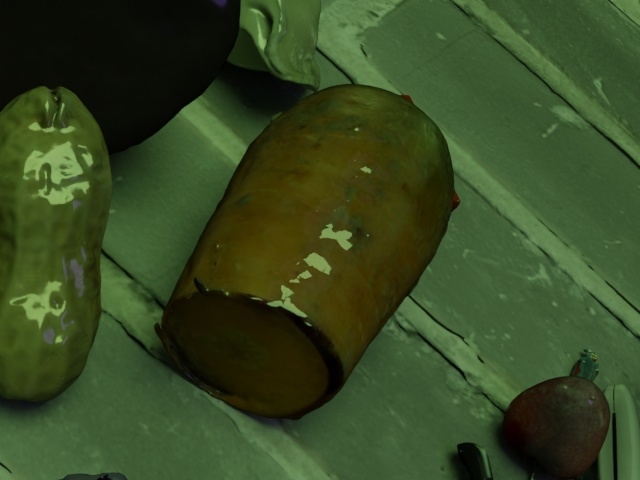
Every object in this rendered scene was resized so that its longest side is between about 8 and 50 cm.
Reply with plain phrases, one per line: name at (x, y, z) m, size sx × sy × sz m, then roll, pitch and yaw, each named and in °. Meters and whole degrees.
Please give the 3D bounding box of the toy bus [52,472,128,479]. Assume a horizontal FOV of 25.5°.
toy bus at (-0.176, 0.391, 1.018) m, size 0.249 × 0.209 × 0.440 m, roll -15°, pitch 61°, yaw -24°

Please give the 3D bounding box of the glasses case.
glasses case at (0.324, 0.244, 1.526) m, size 0.049 × 0.074 × 0.193 m, roll -8°, pitch 48°, yaw 17°

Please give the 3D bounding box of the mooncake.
mooncake at (-0.295, -0.258, 1.368) m, size 0.350 × 0.381 × 0.212 m, roll -32°, pitch 34°, yaw -13°

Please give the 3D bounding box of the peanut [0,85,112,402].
peanut at (-0.258, 0.002, 1.301) m, size 0.130 × 0.130 × 0.290 m, roll 6°, pitch 92°, yaw -26°

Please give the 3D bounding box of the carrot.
carrot at (0.000, 0.000, 1.431) m, size 0.224 × 0.224 × 0.340 m, roll 32°, pitch 51°, yaw -4°

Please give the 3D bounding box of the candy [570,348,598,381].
candy at (0.302, 0.156, 1.617) m, size 0.030 × 0.020 × 0.083 m, roll 36°, pitch 45°, yaw -1°

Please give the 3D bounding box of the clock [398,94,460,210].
clock at (0.093, -0.096, 1.664) m, size 0.113 × 0.061 × 0.155 m, roll -8°, pitch 63°, yaw -34°

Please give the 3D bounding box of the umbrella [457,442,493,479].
umbrella at (0.169, 0.306, 1.398) m, size 0.071 × 0.071 × 0.248 m, roll 9°, pitch 54°, yaw -23°

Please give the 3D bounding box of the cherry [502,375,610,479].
cherry at (0.256, 0.199, 1.501) m, size 0.106 × 0.126 × 0.087 m, roll 56°, pitch 28°, yaw -1°

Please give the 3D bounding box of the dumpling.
dumpling at (-0.062, -0.265, 1.654) m, size 0.193 × 0.147 × 0.258 m, roll 48°, pitch 16°, yaw -49°
